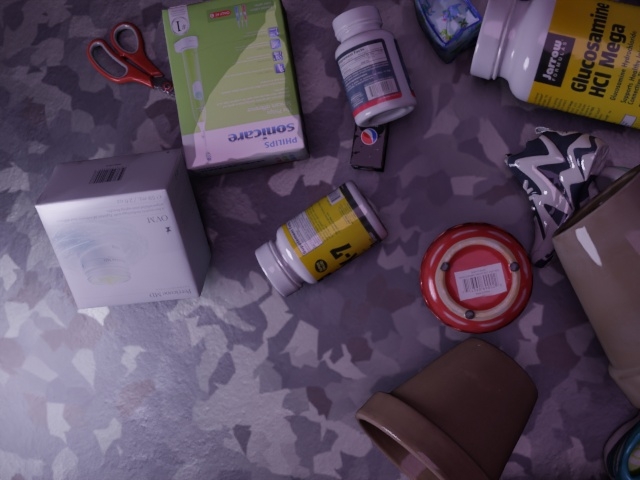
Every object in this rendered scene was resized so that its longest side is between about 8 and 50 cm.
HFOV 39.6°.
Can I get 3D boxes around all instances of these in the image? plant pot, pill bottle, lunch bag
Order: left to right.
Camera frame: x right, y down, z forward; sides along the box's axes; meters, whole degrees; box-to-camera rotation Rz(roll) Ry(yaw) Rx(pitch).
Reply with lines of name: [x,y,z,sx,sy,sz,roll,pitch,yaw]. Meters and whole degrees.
pill bottle: [0.000,0.000,1.524,0.208,0.119,0.119,-34,83,6]
pill bottle: [0.084,-0.290,1.476,0.108,0.108,0.180,-18,84,7]
lunch bag: [0.204,-0.394,1.506,0.096,0.129,0.151,-36,81,4]
plant pot: [0.225,0.288,1.435,0.263,0.263,0.229,42,75,8]
plant pot: [0.256,0.059,1.458,0.191,0.174,0.191,-1,85,8]
pill bottle: [0.423,-0.300,1.440,0.334,0.188,0.187,15,90,9]
plant pot: [0.508,0.046,1.336,0.323,0.323,0.280,-41,86,5]

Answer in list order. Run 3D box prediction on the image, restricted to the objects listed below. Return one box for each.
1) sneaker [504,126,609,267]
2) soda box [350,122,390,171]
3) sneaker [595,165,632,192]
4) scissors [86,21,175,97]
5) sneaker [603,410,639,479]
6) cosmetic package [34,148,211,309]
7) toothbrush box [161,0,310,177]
sneaker: [0.368,-0.084,1.495,0.153,0.094,0.235,30,118,31]
soda box: [0.092,-0.207,1.552,0.060,0.053,0.168,8,88,9]
sneaker: [0.597,-0.098,1.468,0.256,0.094,0.151,22,64,24]
scissors: [-0.301,-0.283,1.632,0.297,0.021,0.109,44,85,5]
sneaker: [0.571,0.294,1.431,0.107,0.110,0.275,38,92,8]
cosmetic package: [-0.327,-0.016,1.513,0.224,0.138,0.224,-7,126,8]
toothbrush box: [-0.144,-0.270,1.552,0.206,0.122,0.283,-11,85,4]
